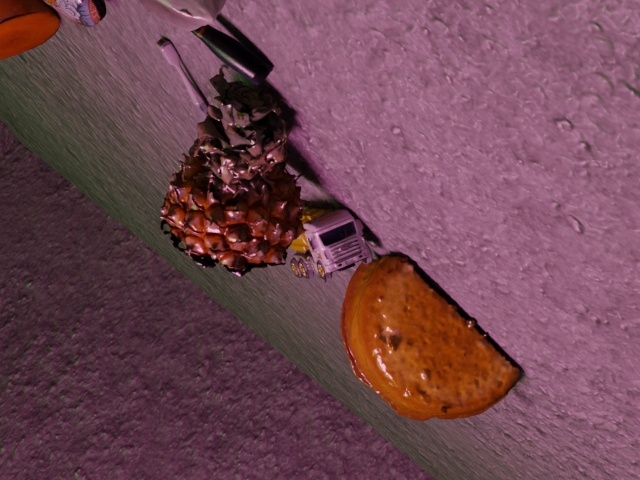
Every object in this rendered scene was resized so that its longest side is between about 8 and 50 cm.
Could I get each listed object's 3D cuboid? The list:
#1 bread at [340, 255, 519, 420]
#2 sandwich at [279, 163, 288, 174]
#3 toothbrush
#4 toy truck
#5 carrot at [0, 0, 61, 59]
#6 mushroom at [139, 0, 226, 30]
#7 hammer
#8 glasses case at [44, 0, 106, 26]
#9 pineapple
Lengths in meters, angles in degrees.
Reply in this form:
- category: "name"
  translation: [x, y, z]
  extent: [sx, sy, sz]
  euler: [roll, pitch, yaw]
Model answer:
- category: "bread"
  translation: [0.162, 0.191, 1.986]
  extent: [0.340, 0.179, 0.194]
  euler: [45, 166, -5]
- category: "sandwich"
  translation: [-0.140, -0.076, 2.079]
  extent: [0.079, 0.163, 0.113]
  euler: [51, 166, -28]
- category: "toothbrush"
  translation: [-0.210, -0.234, 2.092]
  extent: [0.030, 0.025, 0.342]
  euler: [42, 168, 37]
- category: "toy truck"
  translation: [0.000, 0.000, 2.037]
  extent: [0.114, 0.098, 0.227]
  euler: [69, 163, -8]
- category: "carrot"
  translation: [-0.715, -0.493, 2.385]
  extent: [0.331, 0.214, 0.193]
  euler: [47, 163, 1]
- category: "mushroom"
  translation: [-0.226, -0.385, 1.493]
  extent: [0.270, 0.103, 0.118]
  euler: [51, 147, -19]
- category: "hammer"
  translation: [-0.192, -0.317, 1.693]
  extent: [0.290, 0.037, 0.137]
  euler: [36, -171, 0]
- category: "glasses case"
  translation: [-0.490, -0.481, 2.021]
  extent: [0.321, 0.082, 0.122]
  euler: [40, 169, 13]
- category: "pineapple"
  translation: [-0.120, -0.128, 1.848]
  extent: [0.262, 0.262, 0.271]
  euler: [38, 143, 20]
